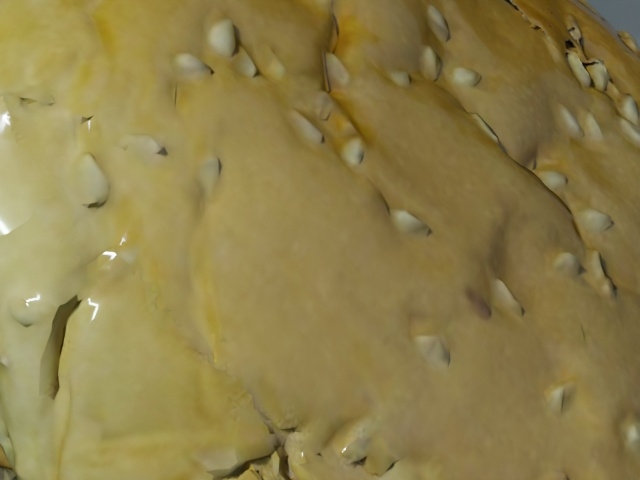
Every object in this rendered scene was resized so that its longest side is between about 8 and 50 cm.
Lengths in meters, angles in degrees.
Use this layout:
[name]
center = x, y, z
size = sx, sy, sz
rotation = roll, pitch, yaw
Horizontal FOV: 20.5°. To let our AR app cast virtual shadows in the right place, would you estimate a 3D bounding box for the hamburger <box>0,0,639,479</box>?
[hamburger]
center = 0.001, 0.001, 0.458
size = 0.283, 0.144, 0.259
rotation = 29, -133, -23
